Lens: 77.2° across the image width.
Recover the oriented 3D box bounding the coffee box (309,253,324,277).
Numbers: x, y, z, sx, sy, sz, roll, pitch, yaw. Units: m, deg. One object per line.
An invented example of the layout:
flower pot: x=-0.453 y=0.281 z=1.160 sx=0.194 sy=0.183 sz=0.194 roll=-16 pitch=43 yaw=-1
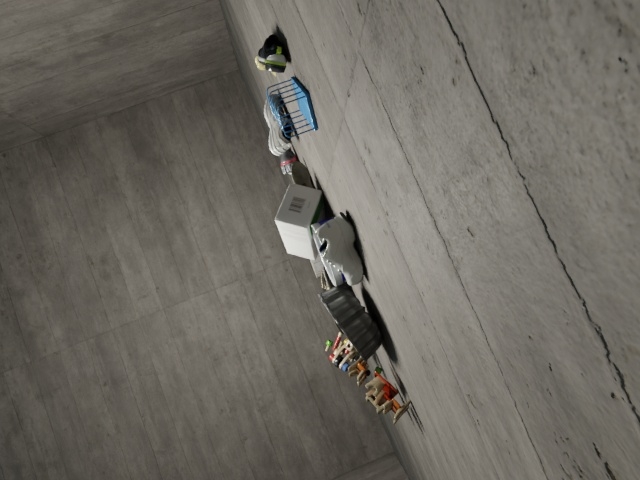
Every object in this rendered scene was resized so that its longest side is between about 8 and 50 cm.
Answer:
coffee box: x=-0.029 y=0.067 z=2.532 sx=0.168 sy=0.119 sz=0.297 roll=-121 pitch=11 yaw=-56

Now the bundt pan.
bundt pan: x=0.130 y=0.312 z=1.606 sx=0.330 sy=0.124 sz=0.331 roll=53 pitch=176 yaw=6

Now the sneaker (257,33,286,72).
sneaker: x=-0.148 y=-0.612 z=1.294 sx=0.234 sy=0.084 sz=0.097 roll=-119 pitch=33 yaw=-51

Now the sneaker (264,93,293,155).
sneaker: x=-0.169 y=-0.521 z=1.778 sx=0.105 sy=0.115 sz=0.280 roll=0 pitch=-102 yaw=-55

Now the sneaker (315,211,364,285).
sneaker: x=0.064 y=0.042 z=1.374 sx=0.111 sy=0.130 sz=0.296 roll=-123 pitch=11 yaw=-56

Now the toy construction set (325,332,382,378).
toy construction set: x=0.168 y=0.536 z=2.110 sx=0.309 sy=0.258 sz=0.237 roll=25 pitch=95 yaw=60

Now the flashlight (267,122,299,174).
flashlight: x=-0.195 y=-0.494 z=2.052 sx=0.103 sy=0.103 sz=0.303 roll=-5 pitch=108 yaw=57

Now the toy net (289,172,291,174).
toy net: x=-0.225 y=-0.511 z=2.600 sx=0.122 sy=0.045 sz=0.232 roll=122 pitch=126 yaw=-84

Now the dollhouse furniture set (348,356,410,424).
dollhouse furniture set: x=0.258 y=0.616 z=1.671 sx=0.262 sy=0.135 sz=0.259 roll=41 pitch=158 yaw=31

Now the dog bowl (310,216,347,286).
dog bowl: x=0.057 y=0.043 z=1.588 sx=0.265 sy=0.104 sz=0.264 roll=159 pitch=90 yaw=-85

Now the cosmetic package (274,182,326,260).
cosmetic package: x=-0.077 y=-0.073 z=1.802 sx=0.365 sy=0.155 sz=0.196 roll=76 pitch=-148 yaw=-67

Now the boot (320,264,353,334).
boot: x=0.090 y=0.287 z=2.084 sx=0.284 sy=0.138 sz=0.376 roll=130 pitch=122 yaw=-83

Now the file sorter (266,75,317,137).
file sorter: x=-0.092 y=-0.412 z=1.249 sx=0.170 sy=0.105 sz=0.118 roll=-118 pitch=7 yaw=-47

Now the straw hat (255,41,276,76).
straw hat: x=-0.237 y=-0.739 z=1.657 sx=0.144 sy=0.061 sz=0.144 roll=158 pitch=90 yaw=-85

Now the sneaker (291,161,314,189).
sneaker: x=-0.079 y=-0.257 z=1.890 sx=0.118 sy=0.083 sz=0.221 roll=148 pitch=99 yaw=-85
